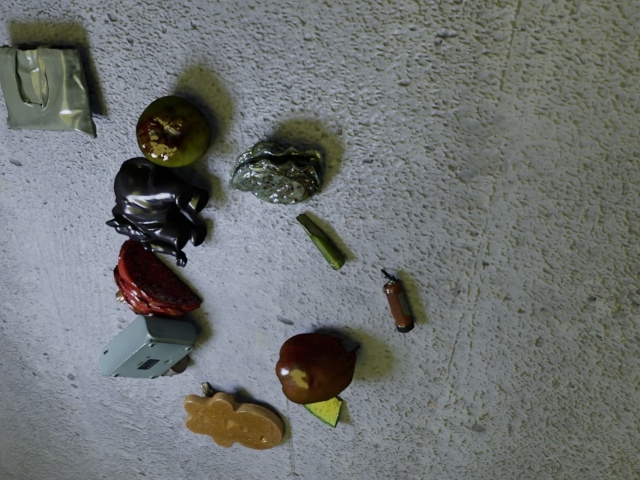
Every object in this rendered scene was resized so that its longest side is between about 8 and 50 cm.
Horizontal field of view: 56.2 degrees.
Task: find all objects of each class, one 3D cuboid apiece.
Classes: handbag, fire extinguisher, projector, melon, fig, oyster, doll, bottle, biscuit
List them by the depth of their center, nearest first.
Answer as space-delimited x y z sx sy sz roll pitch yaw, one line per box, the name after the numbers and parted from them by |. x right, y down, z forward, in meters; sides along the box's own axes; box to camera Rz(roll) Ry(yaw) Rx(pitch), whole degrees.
-0.122 -0.173 1.504 0.268 0.112 0.198 8 143 13 | oyster
-0.381 -0.270 1.533 0.191 0.181 0.181 -6 118 58 | fig
0.198 0.157 1.568 0.062 0.050 0.177 25 138 63 | fire extinguisher
-0.772 -0.421 1.675 0.316 0.109 0.253 9 118 23 | handbag
-0.027 0.483 1.878 0.262 0.053 0.114 42 121 -2 | melon
-0.548 0.350 1.917 0.250 0.198 0.108 -39 57 23 | projector
-0.299 0.622 2.065 0.355 0.052 0.275 7 127 7 | biscuit
-0.540 0.430 2.078 0.152 0.099 0.098 -17 109 35 | bottle
-0.391 0.544 2.114 0.062 0.051 0.093 -25 76 39 | doll

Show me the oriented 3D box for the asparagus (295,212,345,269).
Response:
0.000 0.000 1.577 0.041 0.045 0.178 -37 99 4 | asparagus

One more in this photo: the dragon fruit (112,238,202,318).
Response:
-0.564 0.174 1.901 0.317 0.152 0.205 43 129 -3 | dragon fruit

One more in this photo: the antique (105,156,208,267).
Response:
-0.457 -0.092 1.665 0.255 0.185 0.322 19 132 11 | antique

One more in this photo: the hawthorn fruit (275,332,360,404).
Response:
-0.001 0.351 1.707 0.248 0.208 0.208 -23 108 10 | hawthorn fruit

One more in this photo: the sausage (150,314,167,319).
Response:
-0.567 0.310 2.032 0.089 0.089 0.179 43 125 -2 | sausage
